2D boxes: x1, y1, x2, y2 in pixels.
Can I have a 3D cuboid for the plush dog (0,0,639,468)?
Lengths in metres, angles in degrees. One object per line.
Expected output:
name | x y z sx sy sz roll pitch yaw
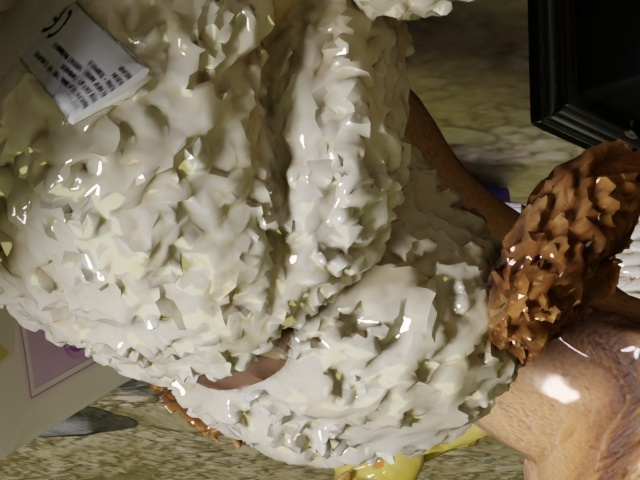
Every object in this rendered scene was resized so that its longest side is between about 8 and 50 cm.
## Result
plush dog | -0.023 -0.002 0.531 0.262 0.210 0.225 -17 134 44

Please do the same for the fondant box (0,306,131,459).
fondant box | -0.288 0.048 0.743 0.330 0.096 0.238 4 -162 28

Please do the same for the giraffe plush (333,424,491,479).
giraffe plush | 0.060 0.219 1.458 0.210 0.170 0.181 7 163 -20

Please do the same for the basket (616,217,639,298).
basket | 0.192 0.042 0.953 0.167 0.103 0.113 -4 163 13

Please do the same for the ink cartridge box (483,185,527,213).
ink cartridge box | 0.000 0.000 0.909 0.206 0.045 0.208 2 158 -8

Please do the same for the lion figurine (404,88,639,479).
lion figurine | 0.068 0.024 0.667 0.392 0.142 0.240 30 155 3

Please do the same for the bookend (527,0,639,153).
bookend | 0.188 -0.074 0.602 0.157 0.072 0.156 -14 158 40
